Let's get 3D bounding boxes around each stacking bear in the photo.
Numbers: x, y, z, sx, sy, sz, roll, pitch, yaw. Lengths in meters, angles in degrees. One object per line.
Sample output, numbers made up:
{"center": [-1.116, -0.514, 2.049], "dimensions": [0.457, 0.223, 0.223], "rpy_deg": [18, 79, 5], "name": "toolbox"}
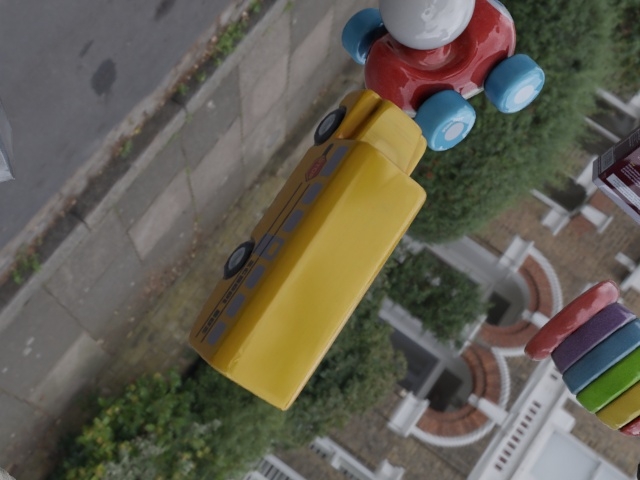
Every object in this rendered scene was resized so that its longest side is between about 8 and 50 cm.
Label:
{"center": [0.459, 0.215, 1.102], "dimensions": [0.175, 0.289, 0.164], "rpy_deg": [-40, 159, 4], "name": "stacking bear"}

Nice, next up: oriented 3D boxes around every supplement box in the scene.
{"center": [0.535, -0.133, 1.107], "dimensions": [0.239, 0.130, 0.073], "rpy_deg": [-43, -169, 36], "name": "supplement box"}

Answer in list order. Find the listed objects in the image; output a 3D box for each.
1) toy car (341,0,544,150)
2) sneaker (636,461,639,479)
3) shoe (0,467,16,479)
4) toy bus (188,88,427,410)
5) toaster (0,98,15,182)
{"center": [0.148, -0.279, 0.923], "dimensions": [0.210, 0.219, 0.238], "rpy_deg": [-28, 151, -10], "name": "toy car"}
{"center": [0.591, 0.377, 1.210], "dimensions": [0.162, 0.073, 0.063], "rpy_deg": [-19, -144, 34], "name": "sneaker"}
{"center": [-0.218, 0.183, 0.487], "dimensions": [0.076, 0.058, 0.219], "rpy_deg": [-58, -176, -19], "name": "shoe"}
{"center": [0.000, 0.000, 0.797], "dimensions": [0.332, 0.108, 0.130], "rpy_deg": [-56, -156, -8], "name": "toy bus"}
{"center": [-0.371, -0.119, 0.662], "dimensions": [0.168, 0.110, 0.185], "rpy_deg": [-14, 144, -15], "name": "toaster"}
